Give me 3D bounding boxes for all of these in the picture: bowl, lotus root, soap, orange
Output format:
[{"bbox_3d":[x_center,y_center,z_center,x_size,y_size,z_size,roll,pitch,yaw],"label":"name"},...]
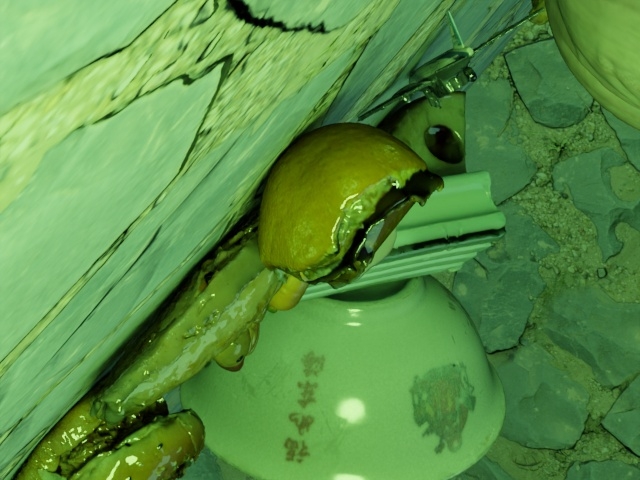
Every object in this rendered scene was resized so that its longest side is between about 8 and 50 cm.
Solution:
[{"bbox_3d":[0.034,0.119,1.558,0.435,0.434,0.196,-45,144,-52],"label":"bowl"},{"bbox_3d":[0.112,-0.091,1.590,0.210,0.142,0.314,-8,164,-10],"label":"lotus root"},{"bbox_3d":[0.077,-0.006,1.419,0.261,0.094,0.150,-11,165,-24],"label":"soap"},{"bbox_3d":[0.013,-0.031,0.926,0.170,0.112,0.160,-27,-166,32],"label":"orange"}]

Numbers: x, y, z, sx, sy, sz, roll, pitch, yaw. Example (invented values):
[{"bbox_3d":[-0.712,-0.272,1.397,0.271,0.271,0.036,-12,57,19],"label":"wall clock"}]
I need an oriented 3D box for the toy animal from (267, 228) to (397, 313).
[{"bbox_3d":[0.000,0.000,1.171,0.127,0.131,0.181,-7,-175,-35],"label":"toy animal"}]

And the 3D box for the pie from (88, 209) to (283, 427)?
[{"bbox_3d":[-0.091,0.056,1.010,0.282,0.068,0.128,-44,180,-24],"label":"pie"}]

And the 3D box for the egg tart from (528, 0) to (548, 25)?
[{"bbox_3d":[0.333,-0.370,1.586,0.191,0.074,0.191,-45,180,0],"label":"egg tart"}]

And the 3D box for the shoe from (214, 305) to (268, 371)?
[{"bbox_3d":[-0.087,0.062,1.121,0.069,0.072,0.109,58,55,-74],"label":"shoe"}]

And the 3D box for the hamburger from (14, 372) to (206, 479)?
[{"bbox_3d":[-0.194,0.209,1.084,0.185,0.113,0.177,-48,179,-17],"label":"hamburger"}]

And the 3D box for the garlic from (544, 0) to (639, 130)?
[{"bbox_3d":[0.234,-0.183,0.651,0.317,0.259,0.317,-48,149,-42],"label":"garlic"}]

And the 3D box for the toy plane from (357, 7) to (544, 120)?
[{"bbox_3d":[0.126,-0.177,1.242,0.226,0.058,0.226,-31,175,-9],"label":"toy plane"}]
